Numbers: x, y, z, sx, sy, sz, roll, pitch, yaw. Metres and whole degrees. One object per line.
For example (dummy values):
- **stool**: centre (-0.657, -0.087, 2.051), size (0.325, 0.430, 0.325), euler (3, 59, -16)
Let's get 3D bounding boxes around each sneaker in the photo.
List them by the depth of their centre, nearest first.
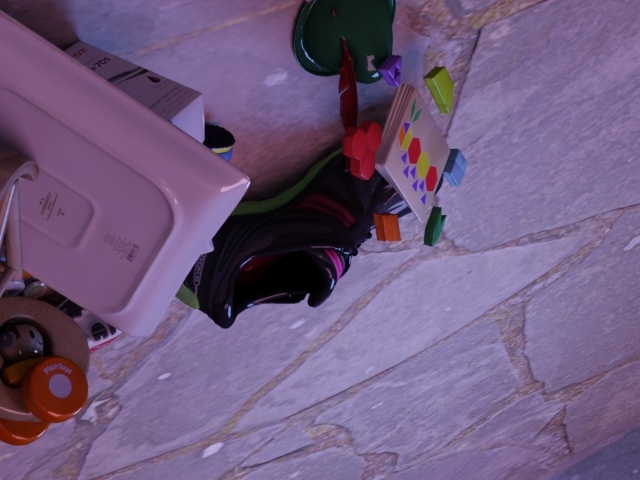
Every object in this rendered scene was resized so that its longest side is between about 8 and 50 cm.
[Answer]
- **sneaker**: centre (-0.214, -0.110, 1.548), size (0.209, 0.069, 0.082), euler (-6, 136, -39)
- **sneaker**: centre (-0.405, 0.159, 1.631), size (0.279, 0.107, 0.118), euler (-16, 160, -31)
- **sneaker**: centre (0.000, 0.000, 1.740), size (0.483, 0.202, 0.185), euler (-28, 143, -18)

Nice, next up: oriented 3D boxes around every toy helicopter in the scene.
- **toy helicopter**: centre (-0.460, 0.105, 1.453), size (0.355, 0.234, 0.140), euler (23, 143, -29)

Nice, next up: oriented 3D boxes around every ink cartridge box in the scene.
- **ink cartridge box**: centre (-0.254, -0.145, 1.337), size (0.139, 0.191, 0.082), euler (-47, 155, -40)

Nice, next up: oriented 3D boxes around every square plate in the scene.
- **square plate**: centre (-0.292, -0.053, 1.279), size (0.347, 0.344, 0.049), euler (-52, -174, 46)

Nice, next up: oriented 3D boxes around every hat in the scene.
- **hat**: centre (0.077, -0.247, 1.562), size (0.173, 0.183, 0.208), euler (-15, 138, -29)

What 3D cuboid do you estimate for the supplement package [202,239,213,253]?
- **supplement package**: centre (-0.250, -0.021, 1.518), size (0.179, 0.105, 0.105), euler (-17, 159, 2)

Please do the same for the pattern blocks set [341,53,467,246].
- **pattern blocks set**: centre (0.133, -0.129, 1.653), size (0.285, 0.026, 0.325), euler (-62, 144, -27)

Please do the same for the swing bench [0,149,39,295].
- **swing bench**: centre (-0.452, -0.036, 1.204), size (0.253, 0.165, 0.254), euler (20, 133, -3)

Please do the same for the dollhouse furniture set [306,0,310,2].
- **dollhouse furniture set**: centre (0.047, -0.505, 1.375), size (0.303, 0.173, 0.355), euler (-34, 168, -8)

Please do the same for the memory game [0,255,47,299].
- **memory game**: centre (-0.456, 0.060, 1.558), size (0.186, 0.012, 0.186), euler (-24, 141, -21)
